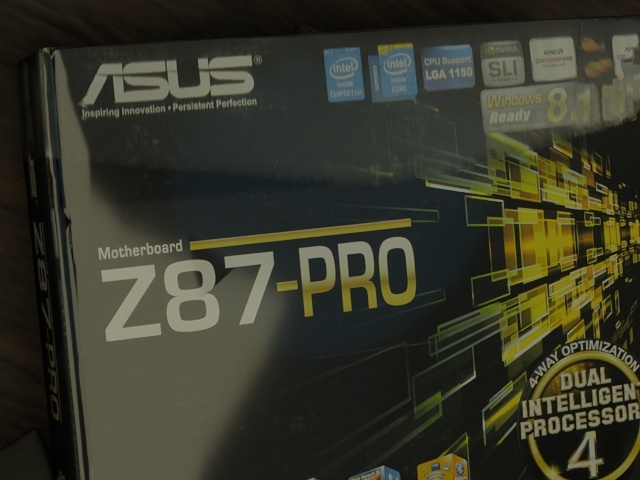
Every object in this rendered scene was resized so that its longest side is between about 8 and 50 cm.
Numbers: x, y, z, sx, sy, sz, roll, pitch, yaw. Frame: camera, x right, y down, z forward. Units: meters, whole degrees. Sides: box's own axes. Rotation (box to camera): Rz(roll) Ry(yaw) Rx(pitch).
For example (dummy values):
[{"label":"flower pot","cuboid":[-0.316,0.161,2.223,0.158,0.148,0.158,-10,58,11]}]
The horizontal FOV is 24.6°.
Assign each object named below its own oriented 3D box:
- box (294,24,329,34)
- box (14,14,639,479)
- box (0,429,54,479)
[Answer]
[{"label":"box","cuboid":[0.000,0.000,1.013,0.113,0.094,0.275,17,99,-21]},{"label":"box","cuboid":[0.027,0.032,0.899,0.394,0.097,0.318,-5,92,-20]},{"label":"box","cuboid":[-0.211,0.220,0.963,0.130,0.170,0.091,-30,111,-8]}]
